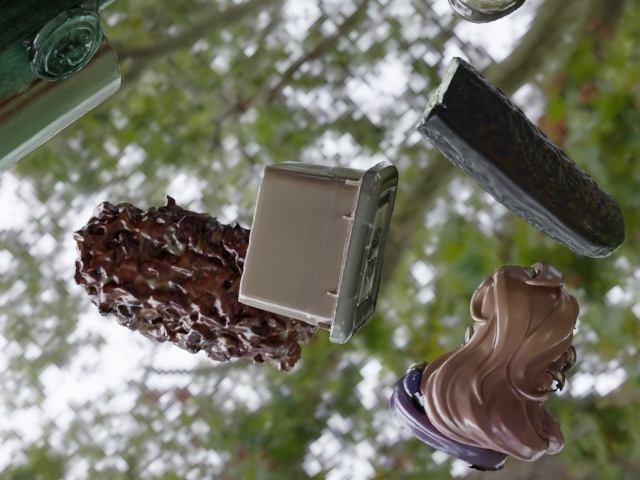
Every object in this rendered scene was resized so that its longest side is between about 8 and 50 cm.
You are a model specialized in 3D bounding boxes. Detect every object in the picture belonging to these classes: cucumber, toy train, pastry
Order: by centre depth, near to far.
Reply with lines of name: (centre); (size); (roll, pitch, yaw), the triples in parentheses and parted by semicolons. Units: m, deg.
toy train: (-0.271, -0.104, 1.434); (0.285, 0.177, 0.116); (-38, -114, -20)
pastry: (-0.096, 0.033, 1.501); (0.097, 0.209, 0.115); (56, -132, -73)
cucumber: (0.175, -0.059, 1.590); (0.241, 0.074, 0.074); (39, -147, -24)

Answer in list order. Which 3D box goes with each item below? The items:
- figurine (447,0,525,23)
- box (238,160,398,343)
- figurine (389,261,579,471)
figurine: (0.105, -0.294, 1.191); (0.248, 0.380, 0.203); (37, -120, 17)
box: (0.000, 0.000, 0.961); (0.062, 0.089, 0.122); (11, -174, 6)
figurine: (0.128, 0.092, 1.290); (0.126, 0.157, 0.114); (24, -146, -22)
